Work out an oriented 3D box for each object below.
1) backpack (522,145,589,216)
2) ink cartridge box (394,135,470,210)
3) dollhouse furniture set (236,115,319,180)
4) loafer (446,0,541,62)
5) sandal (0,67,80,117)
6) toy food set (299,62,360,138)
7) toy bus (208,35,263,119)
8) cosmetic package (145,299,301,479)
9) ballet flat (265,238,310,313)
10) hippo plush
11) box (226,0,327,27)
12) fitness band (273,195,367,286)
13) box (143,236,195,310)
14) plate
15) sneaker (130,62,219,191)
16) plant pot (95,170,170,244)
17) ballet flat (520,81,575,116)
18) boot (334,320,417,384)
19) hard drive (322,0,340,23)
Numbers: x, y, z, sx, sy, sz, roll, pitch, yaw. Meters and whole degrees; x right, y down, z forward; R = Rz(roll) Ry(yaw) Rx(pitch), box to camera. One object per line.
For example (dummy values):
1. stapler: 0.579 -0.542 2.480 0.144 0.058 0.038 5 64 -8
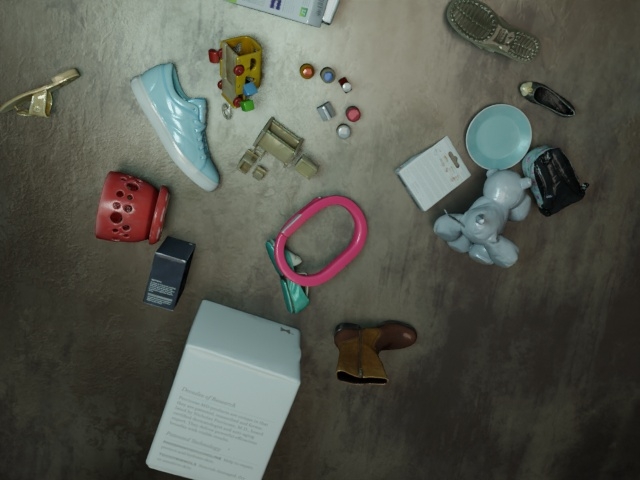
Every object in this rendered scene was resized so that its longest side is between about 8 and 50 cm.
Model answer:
1. backpack: 0.650 -0.178 1.832 0.151 0.115 0.182 -31 106 -4
2. ink cartridge box: 0.323 -0.194 1.864 0.179 0.045 0.145 -38 105 -9
3. dollhouse furniture set: -0.114 -0.224 1.820 0.182 0.101 0.161 35 128 -13
4. loafer: 0.455 -0.551 1.721 0.268 0.092 0.102 34 102 5
5. sandal: -0.742 -0.370 1.734 0.240 0.088 0.079 -29 101 2
6. toy food set: 0.037 -0.384 1.748 0.111 0.104 0.232 -27 107 6
7. toy bus: -0.206 -0.439 1.719 0.104 0.202 0.191 -24 102 -26
8. cosmetic package: -0.269 0.447 1.885 0.327 0.329 0.394 19 105 -7
9. ballet flat: -0.089 0.095 1.920 0.087 0.083 0.247 -24 109 -20
10. hippo plush: 0.464 -0.091 1.826 0.294 0.234 0.237 43 72 -42
11. box: -0.100 -0.670 1.576 0.322 0.058 0.232 28 108 32
12. fitness band: 0.000 0.000 1.860 0.291 0.054 0.209 -41 109 -9
13. box: -0.432 0.092 1.856 0.093 0.156 0.158 17 106 -6
14. plate: 0.505 -0.293 1.837 0.188 0.024 0.188 0 108 -1
15. sneaker: -0.355 -0.308 1.744 0.150 0.135 0.366 -29 107 10
16. plant pot: -0.516 -0.080 1.785 0.174 0.191 0.191 14 107 -13
17. ballet flat: 0.634 -0.394 1.795 0.173 0.049 0.058 23 105 -9
18. boot: 0.171 0.326 1.887 0.264 0.280 0.096 9 107 -5
19. hard drive: 0.062 -0.691 1.599 0.040 0.203 0.308 20 106 -7
